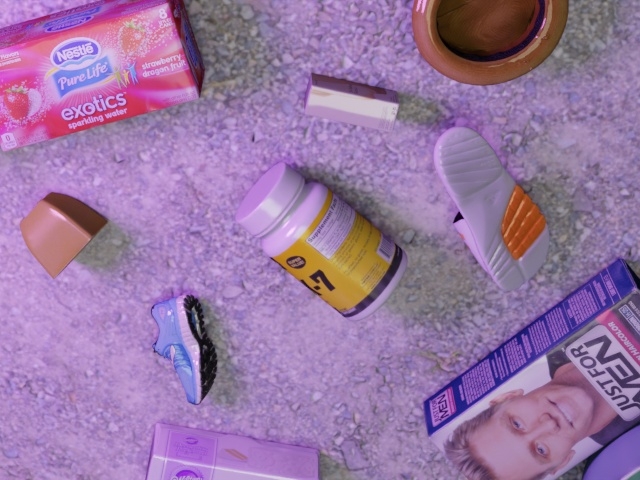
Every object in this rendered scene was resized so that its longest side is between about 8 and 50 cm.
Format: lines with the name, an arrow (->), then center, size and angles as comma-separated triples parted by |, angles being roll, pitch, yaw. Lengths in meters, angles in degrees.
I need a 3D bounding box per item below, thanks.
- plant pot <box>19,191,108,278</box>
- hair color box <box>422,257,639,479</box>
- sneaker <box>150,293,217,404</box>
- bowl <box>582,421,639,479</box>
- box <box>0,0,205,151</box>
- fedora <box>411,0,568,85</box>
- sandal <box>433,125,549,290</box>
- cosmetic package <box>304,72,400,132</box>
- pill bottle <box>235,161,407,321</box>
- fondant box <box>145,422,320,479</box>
plant pot -> -0.341, -0.015, 1.905 | 0.083, 0.081, 0.081 | 43, 107, -6
hair color box -> 0.328, 0.202, 1.997 | 0.347, 0.105, 0.174 | -38, 109, 15
sneaker -> -0.189, 0.148, 1.999 | 0.073, 0.063, 0.162 | -4, 111, 20
bowl -> 0.484, 0.349, 2.018 | 0.311, 0.163, 0.311 | -4, 123, -6
box -> -0.281, -0.214, 1.793 | 0.257, 0.122, 0.128 | -14, 112, 5
fedora -> 0.202, -0.284, 1.796 | 0.194, 0.079, 0.194 | -3, 112, -7
sandal -> 0.211, -0.052, 1.898 | 0.102, 0.076, 0.265 | -39, 122, -10
cosmetic package -> 0.039, -0.174, 1.852 | 0.115, 0.060, 0.041 | 11, 112, -8
pill bottle -> 0.000, 0.000, 1.895 | 0.208, 0.119, 0.119 | 39, 108, -16
fondant box -> -0.147, 0.439, 2.098 | 0.238, 0.096, 0.330 | 10, 112, -5
